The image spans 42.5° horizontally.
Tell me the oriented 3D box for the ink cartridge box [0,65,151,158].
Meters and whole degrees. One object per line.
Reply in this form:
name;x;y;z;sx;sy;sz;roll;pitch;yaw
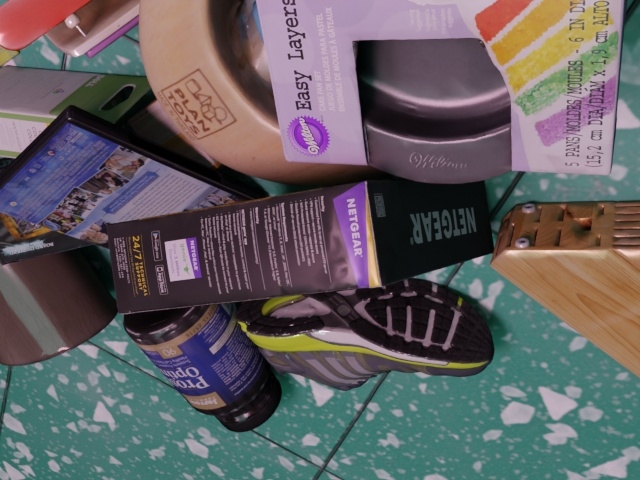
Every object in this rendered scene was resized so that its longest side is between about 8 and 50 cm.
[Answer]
ink cartridge box;-0.285;-0.137;0.906;0.209;0.109;0.062;7;126;17

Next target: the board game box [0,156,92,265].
board game box;-0.287;-0.046;0.948;0.186;0.026;0.126;-13;130;-22

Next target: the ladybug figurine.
ladybug figurine;0.037;-0.212;0.683;0.449;0.162;0.305;-23;113;33

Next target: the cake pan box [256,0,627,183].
cake pan box;0.077;-0.167;0.552;0.245;0.070;0.267;7;126;20

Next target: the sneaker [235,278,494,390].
sneaker;0.055;0.117;0.964;0.300;0.111;0.121;5;138;24

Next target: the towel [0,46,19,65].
towel;-0.388;-0.238;0.941;0.060;0.009;0.083;-20;115;32

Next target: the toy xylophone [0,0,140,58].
toy xylophone;-0.297;-0.300;0.746;0.323;0.236;0.081;46;169;-21

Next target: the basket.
basket;-0.388;0.022;1.041;0.204;0.154;0.227;-6;118;38

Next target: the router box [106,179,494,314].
router box;0.000;0.000;0.761;0.242;0.309;0.081;-8;90;27

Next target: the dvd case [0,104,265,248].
dvd case;-0.211;-0.046;0.906;0.180;0.022;0.253;-33;141;33

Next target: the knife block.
knife block;0.323;0.082;0.821;0.275;0.088;0.242;-1;123;22

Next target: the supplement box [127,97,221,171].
supplement box;-0.157;-0.114;0.915;0.062;0.036;0.098;-24;112;34

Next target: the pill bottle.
pill bottle;-0.137;0.139;1.022;0.122;0.123;0.219;-9;131;28
